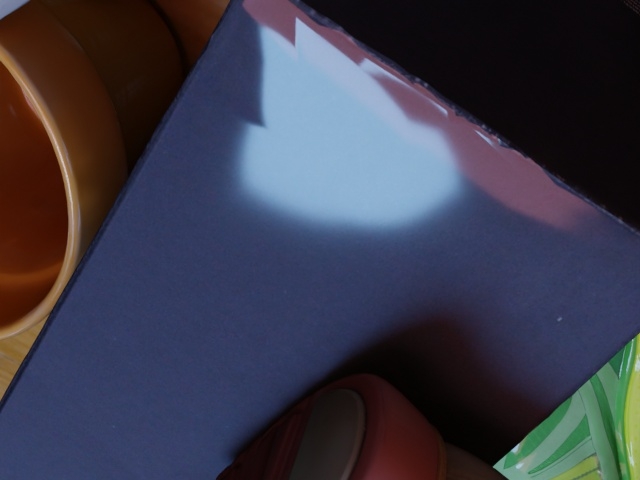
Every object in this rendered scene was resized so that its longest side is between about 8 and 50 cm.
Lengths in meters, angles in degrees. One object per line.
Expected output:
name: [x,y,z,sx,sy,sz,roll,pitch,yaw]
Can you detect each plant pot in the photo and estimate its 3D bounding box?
plant pot: [-0.179,-0.074,0.610,0.205,0.188,0.205,10,118,19]

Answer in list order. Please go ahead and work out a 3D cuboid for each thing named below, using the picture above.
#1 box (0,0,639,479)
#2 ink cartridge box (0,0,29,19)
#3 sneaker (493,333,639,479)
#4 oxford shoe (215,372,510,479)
box: [0.000,0.000,0.537,0.179,0.312,0.343,33,124,-5]
ink cartridge box: [-0.099,-0.282,0.342,0.091,0.308,0.385,47,168,23]
sneaker: [0.150,0.139,0.661,0.123,0.109,0.296,2,92,8]
oxford shoe: [-0.040,0.198,0.413,0.130,0.123,0.348,35,125,-15]
